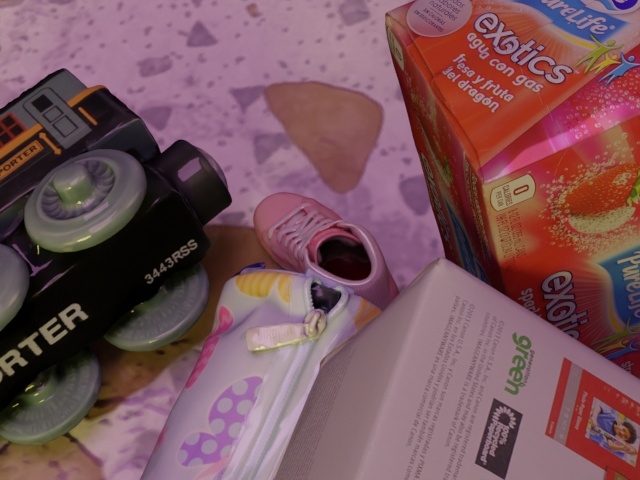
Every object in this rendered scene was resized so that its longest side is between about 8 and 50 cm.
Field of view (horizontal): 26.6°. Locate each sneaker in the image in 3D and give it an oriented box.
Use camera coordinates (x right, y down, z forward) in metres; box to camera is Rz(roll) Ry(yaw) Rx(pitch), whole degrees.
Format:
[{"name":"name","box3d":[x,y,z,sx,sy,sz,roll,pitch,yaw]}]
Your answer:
[{"name":"sneaker","box3d":[0.000,0.000,0.838,0.051,0.070,0.134,-38,55,-10]}]

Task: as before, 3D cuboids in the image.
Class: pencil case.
[{"name":"pencil case","box3d":[-0.045,0.147,0.720,0.113,0.124,0.273,29,65,-11]}]

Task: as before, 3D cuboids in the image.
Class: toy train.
[{"name":"toy train","box3d":[-0.216,0.034,0.839,0.334,0.142,0.190,-39,45,-10]}]

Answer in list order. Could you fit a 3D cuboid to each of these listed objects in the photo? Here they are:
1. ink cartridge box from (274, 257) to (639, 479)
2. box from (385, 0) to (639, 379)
[{"name":"ink cartridge box","box3d":[0.091,0.213,0.580,0.272,0.130,0.309,31,52,-10]},{"name":"box","box3d":[0.132,-0.021,0.703,0.128,0.257,0.122,-24,53,-2]}]
